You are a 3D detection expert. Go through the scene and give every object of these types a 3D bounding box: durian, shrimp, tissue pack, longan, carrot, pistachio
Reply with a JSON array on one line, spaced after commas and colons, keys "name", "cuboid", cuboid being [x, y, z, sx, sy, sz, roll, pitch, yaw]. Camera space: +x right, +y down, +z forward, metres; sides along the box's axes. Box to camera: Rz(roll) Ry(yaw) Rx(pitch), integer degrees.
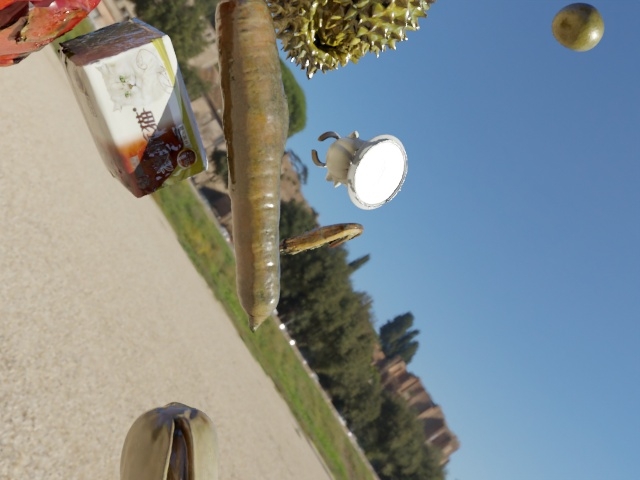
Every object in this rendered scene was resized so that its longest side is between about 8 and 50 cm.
[{"name": "durian", "cuboid": [0.042, -0.375, 0.944, 0.258, 0.293, 0.258, 41, 30, -30]}, {"name": "shrimp", "cuboid": [-0.001, -0.001, 1.322, 0.124, 0.178, 0.034, 46, 26, -77]}, {"name": "tissue pack", "cuboid": [-0.193, -0.138, 0.702, 0.106, 0.099, 0.148, 39, -31, 49]}, {"name": "longan", "cuboid": [0.378, -0.312, 1.001, 0.075, 0.075, 0.083, 58, -11, 2]}, {"name": "carrot", "cuboid": [-0.067, -0.075, 0.691, 0.070, 0.070, 0.342, -155, -118, -76]}, {"name": "pistachio", "cuboid": [-0.201, 0.317, 0.895, 0.131, 0.130, 0.206, 137, -44, -63]}]

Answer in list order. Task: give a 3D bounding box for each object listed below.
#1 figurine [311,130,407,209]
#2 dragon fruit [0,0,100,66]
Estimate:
[{"name": "figurine", "cuboid": [0.052, -0.136, 1.146, 0.154, 0.132, 0.132, 32, -24, 44]}, {"name": "dragon fruit", "cuboid": [-0.308, -0.299, 0.586, 0.302, 0.295, 0.295, 12, -39, 39]}]
